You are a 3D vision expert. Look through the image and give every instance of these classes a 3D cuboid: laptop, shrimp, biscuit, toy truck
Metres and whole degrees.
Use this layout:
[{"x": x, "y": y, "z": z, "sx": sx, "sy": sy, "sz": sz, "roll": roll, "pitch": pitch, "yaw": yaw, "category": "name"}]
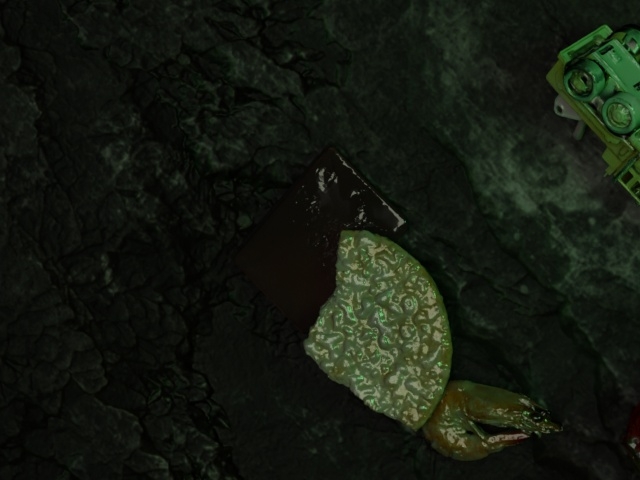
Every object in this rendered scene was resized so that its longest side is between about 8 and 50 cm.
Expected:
[{"x": 0.000, "y": 0.000, "z": 2.043, "sx": 0.154, "sy": 0.026, "sz": 0.207, "roll": 45, "pitch": 108, "yaw": 11, "category": "laptop"}, {"x": 0.209, "y": 0.223, "z": 1.966, "sx": 0.190, "sy": 0.042, "sz": 0.101, "roll": 1, "pitch": 95, "yaw": 28, "category": "shrimp"}, {"x": 0.070, "y": 0.113, "z": 1.992, "sx": 0.188, "sy": 0.040, "sz": 0.265, "roll": -16, "pitch": 87, "yaw": 20, "category": "biscuit"}, {"x": 0.376, "y": -0.118, "z": 1.857, "sx": 0.259, "sy": 0.128, "sz": 0.135, "roll": 46, "pitch": 139, "yaw": 13, "category": "toy truck"}]

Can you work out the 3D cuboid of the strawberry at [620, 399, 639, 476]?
[{"x": 0.502, "y": 0.220, "z": 1.773, "sx": 0.288, "sy": 0.250, "sz": 0.238, "roll": -34, "pitch": 46, "yaw": -2, "category": "strawberry"}]
